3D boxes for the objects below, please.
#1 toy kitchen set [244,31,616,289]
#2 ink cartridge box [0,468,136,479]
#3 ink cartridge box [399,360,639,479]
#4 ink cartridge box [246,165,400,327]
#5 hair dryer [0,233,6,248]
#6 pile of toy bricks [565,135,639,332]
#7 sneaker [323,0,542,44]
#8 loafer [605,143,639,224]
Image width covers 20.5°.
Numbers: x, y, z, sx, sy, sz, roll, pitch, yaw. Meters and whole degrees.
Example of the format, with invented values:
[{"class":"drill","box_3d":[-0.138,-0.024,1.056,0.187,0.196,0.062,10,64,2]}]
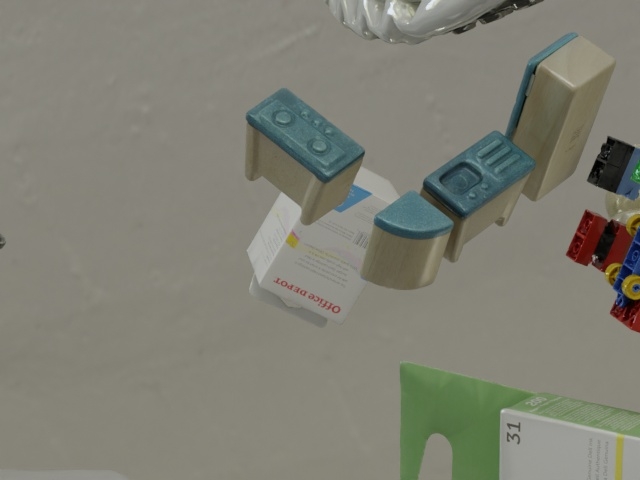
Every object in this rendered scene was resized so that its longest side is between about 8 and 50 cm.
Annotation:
[{"class":"toy kitchen set","box_3d":[0.075,-0.089,1.275,0.166,0.207,0.122,40,-37,21]},{"class":"ink cartridge box","box_3d":[-0.216,0.314,1.193,0.226,0.306,0.131,7,4,-41]},{"class":"ink cartridge box","box_3d":[0.128,0.180,1.120,0.235,0.056,0.171,9,-75,38]},{"class":"ink cartridge box","box_3d":[0.000,0.000,1.632,0.092,0.090,0.143,27,-75,-19]},{"class":"hair dryer","box_3d":[-0.386,0.018,1.226,0.223,0.293,0.080,-21,-92,34]},{"class":"pile of toy bricks","box_3d":[0.240,-0.045,1.042,0.105,0.118,0.212,20,-80,-19]},{"class":"sneaker","box_3d":[0.031,-0.165,0.719,0.110,0.292,0.118,-22,-62,-7]},{"class":"loafer","box_3d":[0.323,-0.038,1.625,0.102,0.092,0.268,-3,-4,19]}]
